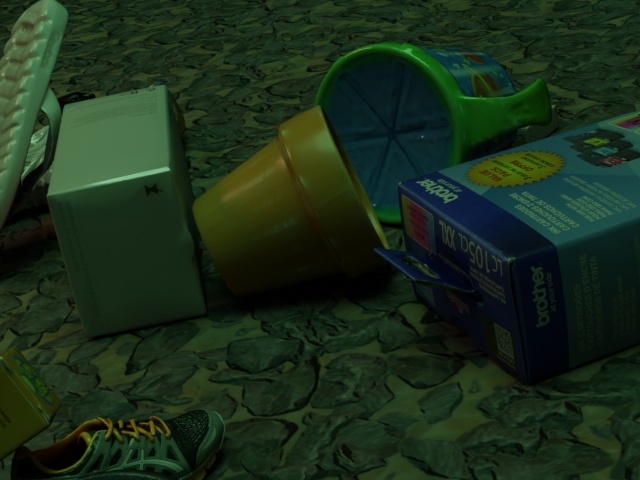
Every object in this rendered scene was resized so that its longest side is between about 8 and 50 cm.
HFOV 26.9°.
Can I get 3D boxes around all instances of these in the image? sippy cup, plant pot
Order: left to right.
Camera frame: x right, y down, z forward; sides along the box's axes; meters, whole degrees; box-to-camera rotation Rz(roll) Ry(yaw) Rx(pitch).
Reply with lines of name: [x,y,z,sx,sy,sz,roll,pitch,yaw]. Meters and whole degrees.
plant pot: [-0.041,-0.029,1.587,0.188,0.205,0.205,-25,22,5]
sippy cup: [0.145,-0.158,1.775,0.305,0.240,0.224,33,32,25]

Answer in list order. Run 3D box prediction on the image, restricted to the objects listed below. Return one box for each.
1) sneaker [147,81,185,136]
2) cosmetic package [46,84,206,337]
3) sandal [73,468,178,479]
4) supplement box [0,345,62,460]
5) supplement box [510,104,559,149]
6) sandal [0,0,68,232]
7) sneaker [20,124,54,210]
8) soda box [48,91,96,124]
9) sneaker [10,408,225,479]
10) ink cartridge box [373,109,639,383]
sneaker: [-0.286,-0.145,2.084,0.131,0.111,0.296,-26,20,8]
cosmetic package: [-0.240,-0.050,1.696,0.155,0.196,0.365,-11,22,-2]
sandal: [-0.205,0.243,1.143,0.255,0.097,0.054,-3,-3,15]
supplement box: [-0.346,0.194,1.195,0.233,0.078,0.080,-36,4,4]
supplement box: [0.294,-0.164,1.931,0.062,0.036,0.098,6,28,35]
sandal: [-0.407,-0.138,1.849,0.102,0.416,0.169,24,-16,-32]
sneaker: [-0.426,-0.087,2.002,0.115,0.090,0.232,26,48,20]
soda box: [-0.345,-0.128,1.951,0.053,0.168,0.060,12,31,43]
sneaker: [-0.186,0.199,1.237,0.215,0.083,0.084,-22,24,-27]
ink cartridge box: [0.261,0.002,1.426,0.396,0.151,0.270,-19,24,-16]
